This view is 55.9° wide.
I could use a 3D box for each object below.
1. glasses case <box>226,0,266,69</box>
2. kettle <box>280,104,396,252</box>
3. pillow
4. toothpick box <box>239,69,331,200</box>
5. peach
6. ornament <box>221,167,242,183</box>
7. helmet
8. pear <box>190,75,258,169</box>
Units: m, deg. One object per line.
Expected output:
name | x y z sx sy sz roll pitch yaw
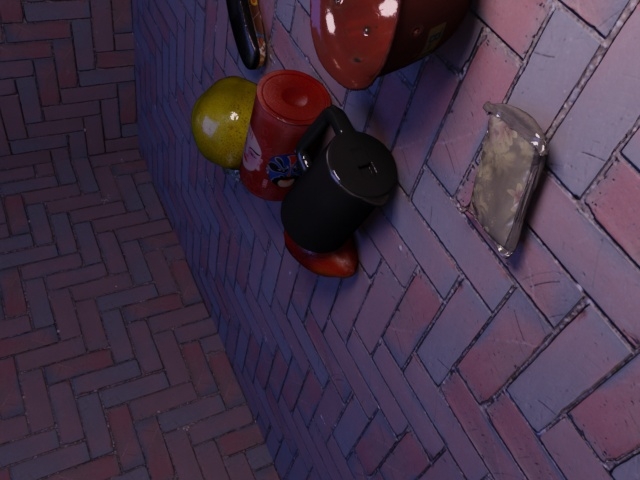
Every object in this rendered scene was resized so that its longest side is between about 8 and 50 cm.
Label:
glasses case | -0.236 -0.695 1.881 0.122 0.082 0.320 -13 91 64
kettle | 0.044 -0.145 1.499 0.308 0.203 0.262 132 146 -58
pillow | 0.325 -0.111 1.058 0.169 0.059 0.254 51 147 42
toothpick box | -0.107 -0.287 1.696 0.204 0.204 0.333 63 153 25
peach | -0.007 0.000 1.698 0.267 0.154 0.158 57 148 36
ornament | -0.299 -0.278 2.192 0.285 0.130 0.120 27 114 58
helmet | 0.140 -0.450 1.055 0.385 0.230 0.337 125 128 -70
pear | -0.280 -0.368 1.920 0.294 0.294 0.294 42 139 50
